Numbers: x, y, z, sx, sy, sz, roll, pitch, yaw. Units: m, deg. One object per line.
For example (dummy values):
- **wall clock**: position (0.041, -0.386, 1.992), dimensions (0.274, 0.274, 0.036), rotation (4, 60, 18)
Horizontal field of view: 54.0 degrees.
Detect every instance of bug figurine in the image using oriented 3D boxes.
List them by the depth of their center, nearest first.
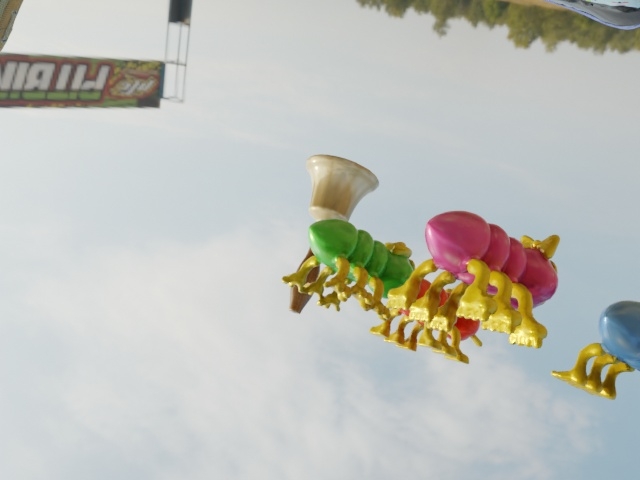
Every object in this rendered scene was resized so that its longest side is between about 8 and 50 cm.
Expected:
- **bug figurine**: position (0.107, 0.041, 0.420), dimensions (0.216, 0.072, 0.279), rotation (27, 167, -29)

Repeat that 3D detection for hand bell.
- **hand bell**: position (0.000, 0.000, 0.991), dimensions (0.126, 0.242, 0.126), rotation (17, 164, 5)

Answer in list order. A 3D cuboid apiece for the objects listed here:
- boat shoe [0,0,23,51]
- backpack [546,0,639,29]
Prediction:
- **boat shoe**: position (-0.283, -0.269, 0.604), dimensions (0.072, 0.190, 0.068), rotation (32, -171, -42)
- **backpack**: position (0.188, -0.235, 0.421), dimensions (0.116, 0.158, 0.173), rotation (-35, -133, -5)
